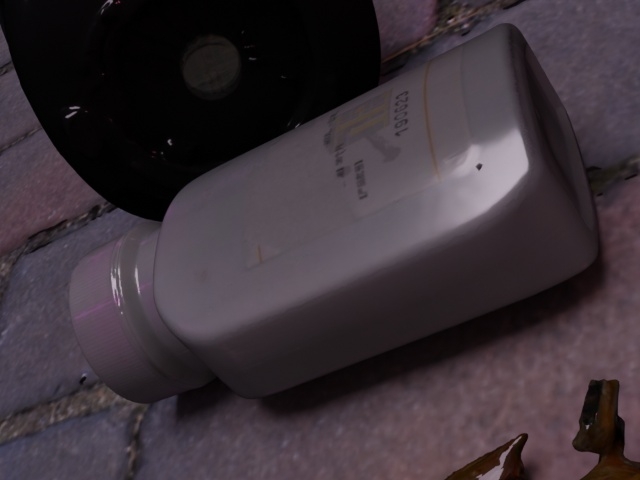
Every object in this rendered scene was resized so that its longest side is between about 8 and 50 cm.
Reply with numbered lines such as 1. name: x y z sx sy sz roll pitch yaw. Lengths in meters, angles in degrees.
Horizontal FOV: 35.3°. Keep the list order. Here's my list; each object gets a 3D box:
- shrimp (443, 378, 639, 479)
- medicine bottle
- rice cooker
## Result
1. shrimp: 0.066 0.134 0.412 0.187 0.051 0.132 -47 35 -3
2. medicine bottle: 0.000 0.000 0.577 0.296 0.111 0.161 -24 36 22
3. rice cooker: -0.094 -0.148 0.708 0.267 0.267 0.224 -37 33 8
